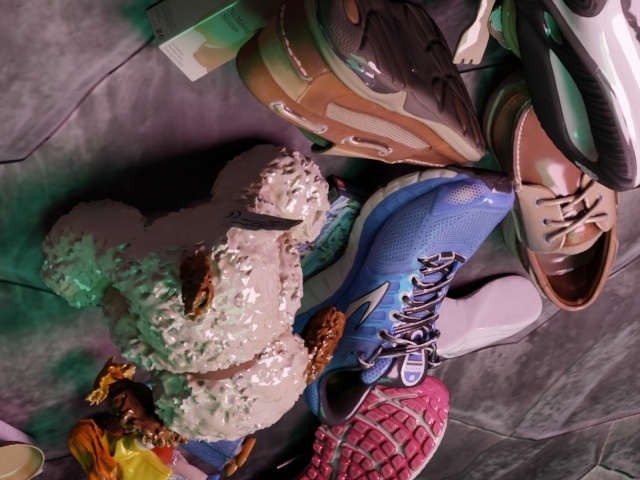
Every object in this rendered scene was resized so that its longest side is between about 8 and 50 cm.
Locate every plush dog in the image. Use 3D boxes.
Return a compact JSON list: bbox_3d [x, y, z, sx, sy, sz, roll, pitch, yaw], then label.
[{"bbox_3d":[-0.087,0.074,1.573,0.262,0.210,0.225,-19,124,-4],"label":"plush dog"}]

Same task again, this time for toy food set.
[{"bbox_3d":[0.200,-0.200,1.525,0.192,0.038,0.132,2,120,-30],"label":"toy food set"}]

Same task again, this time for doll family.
[{"bbox_3d":[-0.157,0.187,1.790,0.163,0.118,0.263,32,129,-5],"label":"doll family"}]

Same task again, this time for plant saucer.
[{"bbox_3d":[-0.313,0.220,1.794,0.083,0.015,0.083,-17,146,-12],"label":"plant saucer"}]

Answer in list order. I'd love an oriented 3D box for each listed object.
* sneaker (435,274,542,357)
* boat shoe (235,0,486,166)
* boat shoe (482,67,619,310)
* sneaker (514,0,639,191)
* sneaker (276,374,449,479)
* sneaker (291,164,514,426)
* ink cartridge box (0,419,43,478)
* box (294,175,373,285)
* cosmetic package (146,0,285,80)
[{"bbox_3d":[0.121,0.094,1.879,0.212,0.080,0.094,-6,155,-23],"label":"sneaker"},{"bbox_3d":[0.033,-0.125,1.463,0.120,0.122,0.324,-23,158,19],"label":"boat shoe"},{"bbox_3d":[0.229,-0.046,1.693,0.123,0.116,0.324,-21,146,0],"label":"boat shoe"},{"bbox_3d":[0.266,-0.266,1.412,0.257,0.169,0.447,-36,139,-15],"label":"sneaker"},{"bbox_3d":[0.043,0.243,2.026,0.299,0.121,0.112,-49,166,34],"label":"sneaker"},{"bbox_3d":[0.081,0.057,1.684,0.130,0.147,0.330,4,139,-36],"label":"sneaker"},{"bbox_3d":[-0.424,0.227,1.798,0.223,0.045,0.224,-29,145,13],"label":"ink cartridge box"},{"bbox_3d":[0.000,0.000,1.717,0.137,0.027,0.094,-40,142,26],"label":"box"},{"bbox_3d":[-0.070,-0.178,1.419,0.115,0.041,0.060,-29,146,13],"label":"cosmetic package"}]
